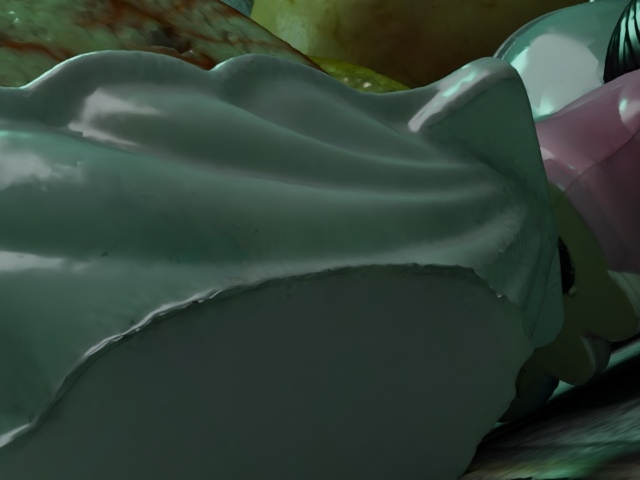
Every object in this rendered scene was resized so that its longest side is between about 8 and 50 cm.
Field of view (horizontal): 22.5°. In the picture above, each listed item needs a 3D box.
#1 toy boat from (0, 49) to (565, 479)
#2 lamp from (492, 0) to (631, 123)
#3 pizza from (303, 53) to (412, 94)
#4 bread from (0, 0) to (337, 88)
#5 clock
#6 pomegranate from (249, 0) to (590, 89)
[{"bbox_3d":[-0.045,0.047,0.458,0.290,0.199,0.100,-25,33,-18],"label":"toy boat"},{"bbox_3d":[0.153,-0.040,0.849,0.246,0.179,0.108,-42,-20,-23],"label":"lamp"},{"bbox_3d":[0.020,-0.023,0.979,0.268,0.258,0.087,-25,-8,33],"label":"pizza"},{"bbox_3d":[-0.114,-0.036,0.677,0.295,0.327,0.114,-10,-48,-50],"label":"bread"},{"bbox_3d":[0.131,-0.028,0.689,0.195,0.100,0.194,-41,-11,-27],"label":"clock"},{"bbox_3d":[0.126,-0.131,1.174,0.411,0.411,0.411,-23,-2,-1],"label":"pomegranate"}]
